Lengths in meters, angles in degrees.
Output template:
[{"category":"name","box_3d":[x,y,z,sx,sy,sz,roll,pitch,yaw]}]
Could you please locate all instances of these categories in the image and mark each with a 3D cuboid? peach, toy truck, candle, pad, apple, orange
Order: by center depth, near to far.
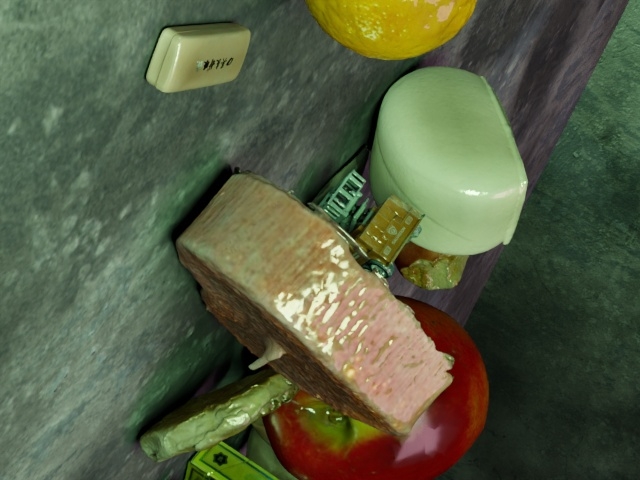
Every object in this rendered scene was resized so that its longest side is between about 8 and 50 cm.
[{"category":"orange","box_3d":[0.058,-0.237,0.871,0.177,0.155,0.177,-8,90,-84]},{"category":"candle","box_3d":[-0.010,0.087,1.066,0.131,0.287,0.317,-50,166,-13]},{"category":"toy truck","box_3d":[0.040,-0.006,1.317,0.080,0.115,0.178,-54,-175,-22]},{"category":"peach","box_3d":[0.079,0.192,1.415,0.338,0.281,0.281,-21,140,-62]},{"category":"pad","box_3d":[-0.001,0.000,1.421,0.174,0.022,0.233,-47,160,-36]},{"category":"apple","box_3d":[0.189,-0.013,1.781,0.156,0.147,0.158,-20,140,-14]}]

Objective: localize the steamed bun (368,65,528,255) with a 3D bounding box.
[{"category":"steamed bun","box_3d":[0.149,-0.102,1.357,0.146,0.164,0.241,98,-14,-47]}]

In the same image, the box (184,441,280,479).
[{"category":"box","box_3d":[-0.090,0.385,1.488,0.064,0.220,0.141,-43,160,-44]}]

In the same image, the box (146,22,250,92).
[{"category":"box","box_3d":[-0.091,-0.143,0.833,0.048,0.025,0.115,-63,165,22]}]

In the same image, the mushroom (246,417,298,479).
[{"category":"mushroom","box_3d":[0.014,0.288,1.576,0.292,0.292,0.290,-52,142,-24]}]

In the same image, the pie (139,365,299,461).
[{"category":"pie","box_3d":[-0.109,0.195,1.228,0.195,0.046,0.195,-24,-178,1]}]
